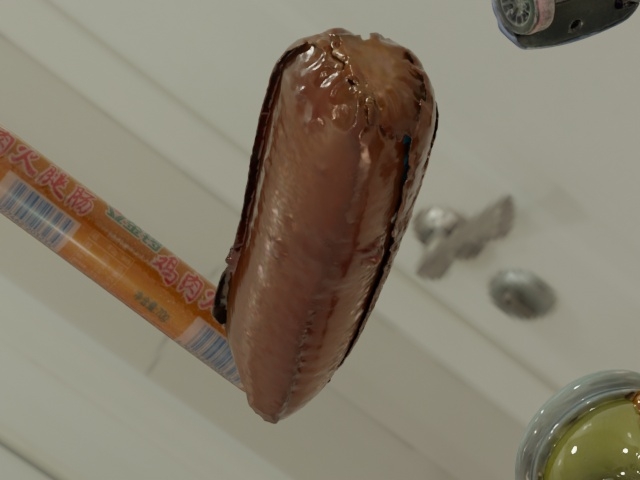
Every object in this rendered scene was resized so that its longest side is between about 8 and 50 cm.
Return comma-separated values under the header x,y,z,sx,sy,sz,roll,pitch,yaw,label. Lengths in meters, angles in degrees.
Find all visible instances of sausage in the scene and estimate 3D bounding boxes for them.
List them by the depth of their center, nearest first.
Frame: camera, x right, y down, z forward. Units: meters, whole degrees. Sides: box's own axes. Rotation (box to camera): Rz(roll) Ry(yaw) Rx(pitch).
x,y,z,sx,sy,sz,roll,pitch,yaw,label
0.000,0.000,0.968,0.330,0.102,0.102,109,-175,-53,sausage
-0.144,0.014,1.177,0.053,0.348,0.053,-49,13,16,sausage

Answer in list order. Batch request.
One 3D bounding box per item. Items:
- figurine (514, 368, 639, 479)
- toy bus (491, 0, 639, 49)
x,y,z,sx,sy,sz,roll,pitch,yaw,label
0.315,0.301,1.804,0.382,0.205,0.225,-67,-11,-63,figurine
0.103,-0.164,0.659,0.076,0.073,0.167,48,146,40,toy bus
